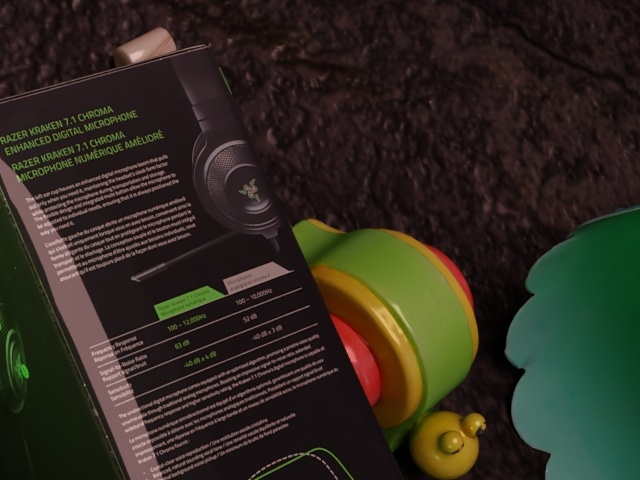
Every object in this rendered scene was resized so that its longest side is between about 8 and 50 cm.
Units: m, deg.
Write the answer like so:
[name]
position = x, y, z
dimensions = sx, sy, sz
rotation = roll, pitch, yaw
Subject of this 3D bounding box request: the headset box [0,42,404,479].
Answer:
[headset box]
position = -0.107, 0.071, 0.800
dimensions = 0.131, 0.246, 0.283
rotation = -21, 83, -33

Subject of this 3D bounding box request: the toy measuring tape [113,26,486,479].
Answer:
[toy measuring tape]
position = 0.000, 0.000, 0.966
dimensions = 0.121, 0.121, 0.330
rotation = -35, 91, -34

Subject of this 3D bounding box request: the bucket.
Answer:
[bucket]
position = 0.276, 0.080, 1.010
dimensions = 0.183, 0.281, 0.281
rotation = -24, 86, -40
